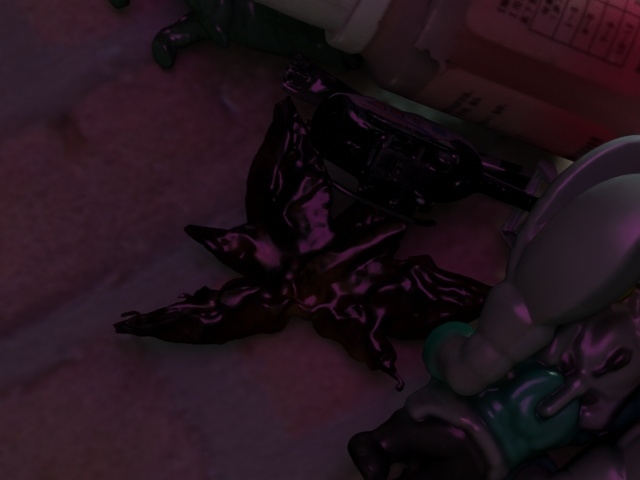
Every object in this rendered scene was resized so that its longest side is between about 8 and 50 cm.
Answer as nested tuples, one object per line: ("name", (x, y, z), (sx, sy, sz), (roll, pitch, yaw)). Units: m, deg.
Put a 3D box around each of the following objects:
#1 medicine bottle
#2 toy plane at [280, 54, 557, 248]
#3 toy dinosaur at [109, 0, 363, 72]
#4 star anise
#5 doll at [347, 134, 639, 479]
("medicine bottle", (0.089, -0.138, 0.893), (0.247, 0.147, 0.147), (20, 70, -11))
("toy plane", (0.069, -0.043, 0.902), (0.197, 0.078, 0.053), (21, 115, -11))
("toy dinosaur", (-0.097, -0.179, 0.971), (0.292, 0.079, 0.120), (26, 66, 6))
("star anise", (0.000, 0.001, 0.916), (0.212, 0.053, 0.157), (8, 71, 5))
("doll", (0.156, 0.078, 0.850), (0.195, 0.153, 0.258), (31, 97, -18))
